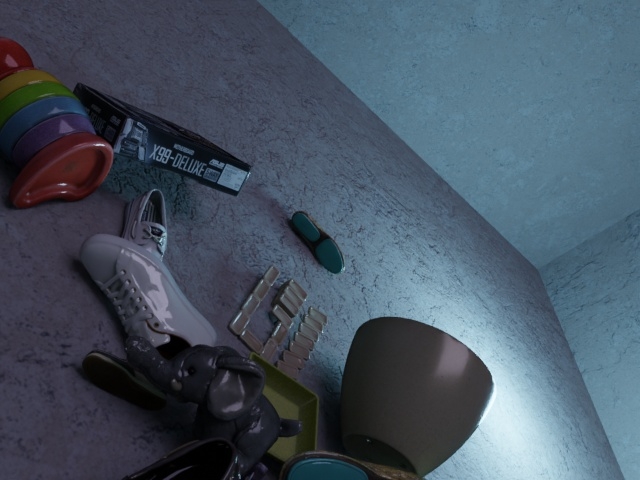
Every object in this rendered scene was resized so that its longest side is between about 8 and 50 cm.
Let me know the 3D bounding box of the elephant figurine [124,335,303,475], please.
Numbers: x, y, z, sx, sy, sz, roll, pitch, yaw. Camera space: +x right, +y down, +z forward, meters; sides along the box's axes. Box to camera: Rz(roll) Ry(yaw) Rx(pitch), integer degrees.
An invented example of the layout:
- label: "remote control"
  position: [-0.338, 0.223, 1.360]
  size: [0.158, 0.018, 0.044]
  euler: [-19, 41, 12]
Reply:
- label: "elephant figurine"
  position: [-0.159, 0.229, 0.932]
  size: [0.186, 0.170, 0.239]
  euler: [-31, 113, -62]

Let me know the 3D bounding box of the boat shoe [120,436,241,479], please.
- label: "boat shoe"
  position: [-0.236, 0.342, 0.716]
  size: [0.132, 0.130, 0.355]
  euler: [33, 35, 22]

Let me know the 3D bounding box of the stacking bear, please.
- label: "stacking bear"
  position: [-0.501, -0.222, 1.035]
  size: [0.289, 0.164, 0.175]
  euler: [52, 26, 9]

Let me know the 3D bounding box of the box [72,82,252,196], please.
- label: "box"
  position: [-0.329, -0.203, 1.242]
  size: [0.307, 0.076, 0.242]
  euler: [18, 12, -48]

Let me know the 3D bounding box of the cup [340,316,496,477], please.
- label: "cup"
  position: [0.170, 0.357, 1.271]
  size: [0.331, 0.331, 0.237]
  euler: [46, 52, -13]

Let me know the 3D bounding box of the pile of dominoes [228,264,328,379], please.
- label: "pile of dominoes"
  position: [-0.092, 0.185, 1.337]
  size: [0.196, 0.040, 0.251]
  euler: [48, 35, -11]

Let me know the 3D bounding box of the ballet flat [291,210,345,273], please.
- label: "ballet flat"
  position: [0.000, 0.000, 1.650]
  size: [0.206, 0.073, 0.067]
  euler: [55, 12, -4]

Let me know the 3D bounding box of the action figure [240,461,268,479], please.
- label: "action figure"
  position: [-0.143, 0.456, 0.843]
  size: [0.185, 0.099, 0.285]
  euler: [54, 29, -11]

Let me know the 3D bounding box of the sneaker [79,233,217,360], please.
- label: "sneaker"
  position: [-0.292, 0.113, 1.004]
  size: [0.290, 0.106, 0.123]
  euler: [47, 25, -15]

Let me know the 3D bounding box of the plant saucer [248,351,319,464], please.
- label: "plant saucer"
  position: [-0.087, 0.332, 1.134]
  size: [0.188, 0.045, 0.188]
  euler: [40, 29, -24]

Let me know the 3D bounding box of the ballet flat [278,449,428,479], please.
- label: "ballet flat"
  position: [0.068, 0.446, 1.083]
  size: [0.349, 0.123, 0.123]
  euler: [21, 38, -21]

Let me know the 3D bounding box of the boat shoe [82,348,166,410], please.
- label: "boat shoe"
  position: [-0.301, 0.211, 0.938]
  size: [0.152, 0.056, 0.049]
  euler: [48, 21, -31]

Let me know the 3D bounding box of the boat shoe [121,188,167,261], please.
- label: "boat shoe"
  position: [-0.327, -0.008, 1.127]
  size: [0.083, 0.076, 0.226]
  euler: [24, 38, -43]
